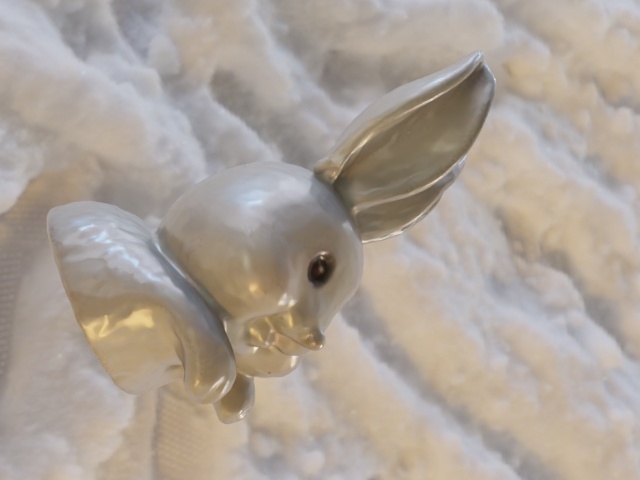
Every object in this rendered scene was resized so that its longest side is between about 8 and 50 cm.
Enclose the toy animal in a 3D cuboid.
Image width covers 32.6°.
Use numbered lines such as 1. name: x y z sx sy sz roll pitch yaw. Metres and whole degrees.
1. toy animal: -0.002 0.002 0.516 0.103 0.221 0.130 74 -8 -53
